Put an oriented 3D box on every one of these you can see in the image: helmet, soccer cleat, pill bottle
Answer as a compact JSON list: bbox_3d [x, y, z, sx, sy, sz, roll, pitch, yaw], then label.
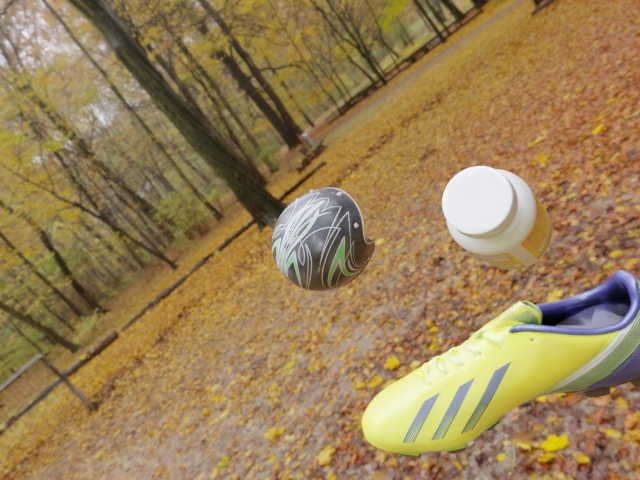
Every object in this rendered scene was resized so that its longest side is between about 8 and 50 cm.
[{"bbox_3d":[0.000,0.000,0.890,0.169,0.169,0.161,-38,-29,6],"label":"helmet"},{"bbox_3d":[0.166,0.111,0.501,0.289,0.121,0.093,-22,26,8],"label":"soccer cleat"},{"bbox_3d":[0.243,-0.030,0.739,0.118,0.117,0.208,-34,-27,22],"label":"pill bottle"}]
